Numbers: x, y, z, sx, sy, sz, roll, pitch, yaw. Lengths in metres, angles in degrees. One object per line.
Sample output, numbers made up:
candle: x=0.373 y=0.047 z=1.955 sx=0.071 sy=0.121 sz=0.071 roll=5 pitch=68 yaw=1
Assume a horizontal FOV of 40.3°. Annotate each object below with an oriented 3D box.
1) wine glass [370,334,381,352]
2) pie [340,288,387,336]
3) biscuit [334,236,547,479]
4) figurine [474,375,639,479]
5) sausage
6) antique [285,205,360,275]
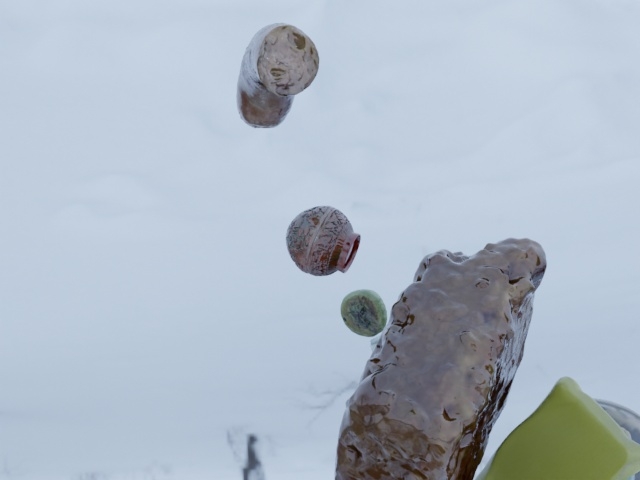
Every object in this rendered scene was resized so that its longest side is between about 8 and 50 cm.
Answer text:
wine glass: x=0.202 y=0.151 z=1.432 sx=0.262 sy=0.074 sz=0.074 roll=-19 pitch=159 yaw=9
pie: x=0.071 y=0.120 z=1.431 sx=0.084 sy=0.084 sz=0.021 roll=-12 pitch=-173 yaw=22
biscuit: x=0.147 y=0.211 z=1.137 sx=0.166 sy=0.395 sz=0.342 roll=18 pitch=130 yaw=19
figurine: x=0.452 y=0.414 z=1.240 sx=0.378 sy=0.361 sz=0.266 roll=23 pitch=126 yaw=-35
sausage: x=-0.058 y=-0.202 z=1.058 sx=0.076 sy=0.102 sz=0.302 roll=6 pitch=179 yaw=-9
antique: x=0.000 y=0.000 z=1.200 sx=0.104 sy=0.104 sz=0.104 roll=-4 pitch=162 yaw=-1
